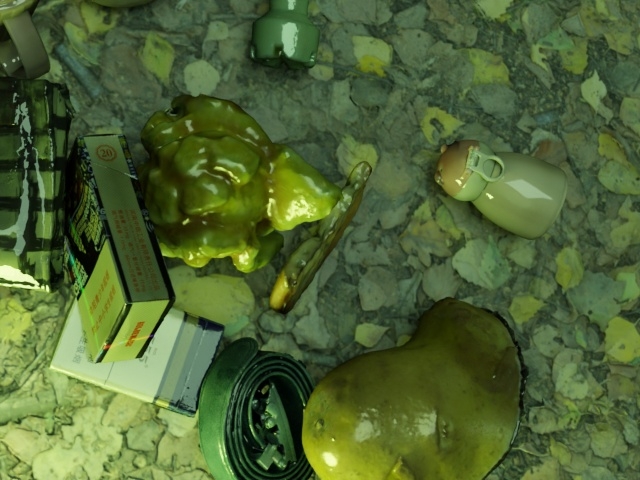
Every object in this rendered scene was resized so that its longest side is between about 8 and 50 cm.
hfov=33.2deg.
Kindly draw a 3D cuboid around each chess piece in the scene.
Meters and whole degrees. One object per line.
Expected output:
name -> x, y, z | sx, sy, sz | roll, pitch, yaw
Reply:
chess piece -> -0.051, -0.461, 1.910 | 0.195, 0.194, 0.299 | 6, 89, -17

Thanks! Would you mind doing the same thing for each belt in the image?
belt -> -0.104, 0.293, 1.798 | 0.206, 0.116, 0.267 | -9, 94, -38

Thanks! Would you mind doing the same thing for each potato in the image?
potato -> 0.139, 0.251, 1.772 | 0.296, 0.290, 0.397 | 29, 81, -35

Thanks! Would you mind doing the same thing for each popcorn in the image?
popcorn -> -0.160, -0.066, 1.777 | 0.290, 0.325, 0.321 | -37, 51, -15

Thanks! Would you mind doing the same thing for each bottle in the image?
bottle -> 0.324, -0.108, 1.996 | 0.237, 0.147, 0.147 | 23, 76, -9

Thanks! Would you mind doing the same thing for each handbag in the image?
handbag -> -0.543, -0.095, 1.621 | 0.325, 0.162, 0.326 | 5, 93, -6

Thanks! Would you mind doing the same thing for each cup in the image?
cup -> -0.541, -0.390, 1.688 | 0.208, 0.273, 0.288 | -1, 87, -24

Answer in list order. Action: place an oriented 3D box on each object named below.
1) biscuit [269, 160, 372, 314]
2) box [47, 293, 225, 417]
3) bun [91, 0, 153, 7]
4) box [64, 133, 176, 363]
biscuit -> 0.000, 0.001, 1.872 | 0.045, 0.154, 0.299 | 31, 67, 9
box -> -0.303, 0.178, 1.791 | 0.259, 0.071, 0.168 | 22, 76, -14
bun -> -0.345, -0.556, 1.828 | 0.299, 0.165, 0.298 | 3, 80, -18
box -> -0.331, 0.014, 1.678 | 0.084, 0.198, 0.310 | -5, 60, -31
